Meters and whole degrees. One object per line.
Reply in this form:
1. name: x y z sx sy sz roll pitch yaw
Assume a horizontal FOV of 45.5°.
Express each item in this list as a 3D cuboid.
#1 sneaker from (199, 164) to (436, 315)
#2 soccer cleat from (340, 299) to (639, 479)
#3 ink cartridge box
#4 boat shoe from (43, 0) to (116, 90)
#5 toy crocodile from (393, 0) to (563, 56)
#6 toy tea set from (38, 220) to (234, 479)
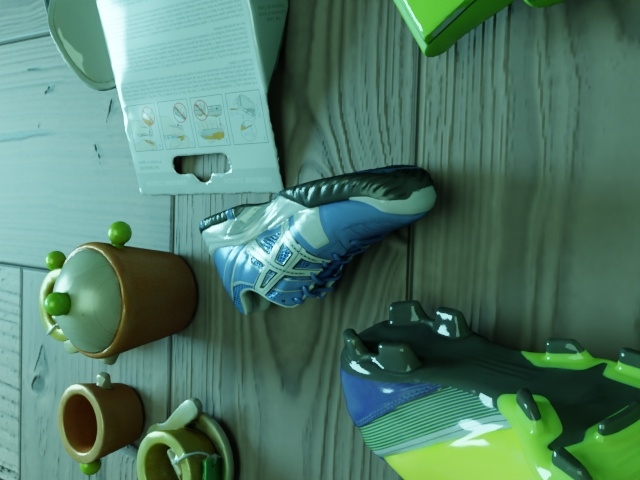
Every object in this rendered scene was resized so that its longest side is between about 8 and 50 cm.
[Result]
1. sneaker: 0.000 0.000 0.538 0.211 0.080 0.081 -17 87 47
2. soccer cleat: 0.113 0.116 0.405 0.289 0.093 0.121 16 127 58
3. ink cartridge box: -0.102 -0.153 0.638 0.181 0.056 0.224 2 111 38
4. boat shoe: -0.228 -0.230 0.730 0.065 0.075 0.206 118 130 -76
5. toy crocodile: 0.161 -0.228 0.391 0.340 0.105 0.115 -44 66 36
6. toy tea set: -0.187 0.153 0.652 0.200 0.124 0.336 -23 77 37
